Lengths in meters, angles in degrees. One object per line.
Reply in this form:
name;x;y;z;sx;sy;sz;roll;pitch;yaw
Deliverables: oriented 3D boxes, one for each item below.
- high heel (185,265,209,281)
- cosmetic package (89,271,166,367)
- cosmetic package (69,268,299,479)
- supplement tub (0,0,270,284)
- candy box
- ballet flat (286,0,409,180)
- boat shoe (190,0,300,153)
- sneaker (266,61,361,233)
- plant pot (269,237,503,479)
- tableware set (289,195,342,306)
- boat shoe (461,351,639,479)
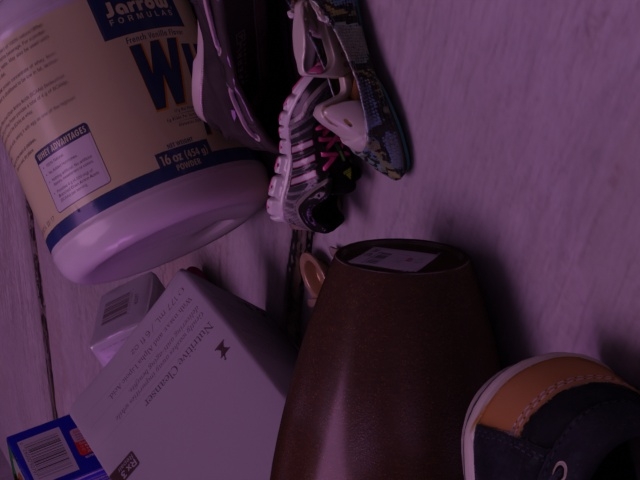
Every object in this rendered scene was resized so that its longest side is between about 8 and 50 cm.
high heel;-0.098;0.119;1.631;0.082;0.117;0.244;43;-154;-49
cosmetic package;-0.182;0.167;1.669;0.231;0.085;0.117;58;-165;-27
cosmetic package;-0.072;0.234;1.403;0.156;0.217;0.385;31;-170;-46
supplement tub;-0.215;-0.142;1.406;0.324;0.235;0.235;65;157;7
candy box;-0.284;0.365;1.957;0.122;0.268;0.317;53;153;39
ballet flat;0.015;-0.131;1.129;0.070;0.070;0.188;-6;105;66
boat shoe;-0.060;-0.212;1.189;0.095;0.112;0.335;32;147;27
sneaker;0.004;-0.076;1.209;0.075;0.063;0.170;29;127;23
plant pot;0.061;0.122;1.106;0.215;0.215;0.230;25;119;58
tableware set;0.000;0.000;1.333;0.141;0.020;0.168;-7;104;66
boat shoe;0.217;0.324;0.943;0.156;0.187;0.500;-168;64;-70
